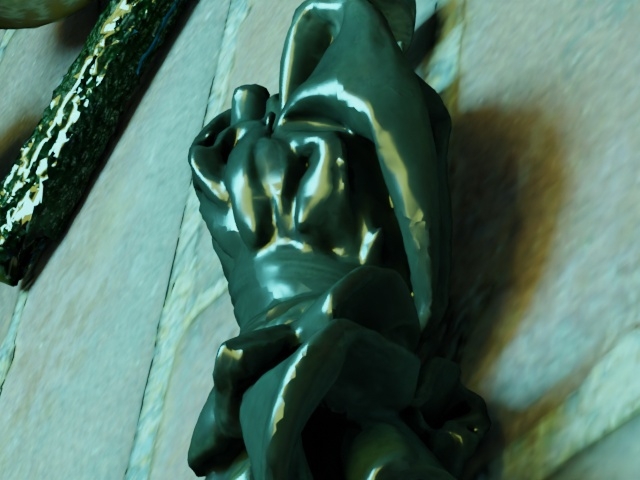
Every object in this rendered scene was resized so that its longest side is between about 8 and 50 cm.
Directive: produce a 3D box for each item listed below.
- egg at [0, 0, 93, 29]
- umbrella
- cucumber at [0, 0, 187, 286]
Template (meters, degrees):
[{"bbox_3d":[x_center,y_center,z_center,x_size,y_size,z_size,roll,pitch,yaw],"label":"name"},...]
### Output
[{"bbox_3d":[-0.215,-0.240,1.289,0.203,0.203,0.245,-54,33,12],"label":"egg"},{"bbox_3d":[-0.003,0.000,0.671,0.143,0.094,0.349,-39,27,32],"label":"umbrella"},{"bbox_3d":[-0.129,-0.089,1.116,0.257,0.043,0.044,-60,27,-4],"label":"cucumber"}]
